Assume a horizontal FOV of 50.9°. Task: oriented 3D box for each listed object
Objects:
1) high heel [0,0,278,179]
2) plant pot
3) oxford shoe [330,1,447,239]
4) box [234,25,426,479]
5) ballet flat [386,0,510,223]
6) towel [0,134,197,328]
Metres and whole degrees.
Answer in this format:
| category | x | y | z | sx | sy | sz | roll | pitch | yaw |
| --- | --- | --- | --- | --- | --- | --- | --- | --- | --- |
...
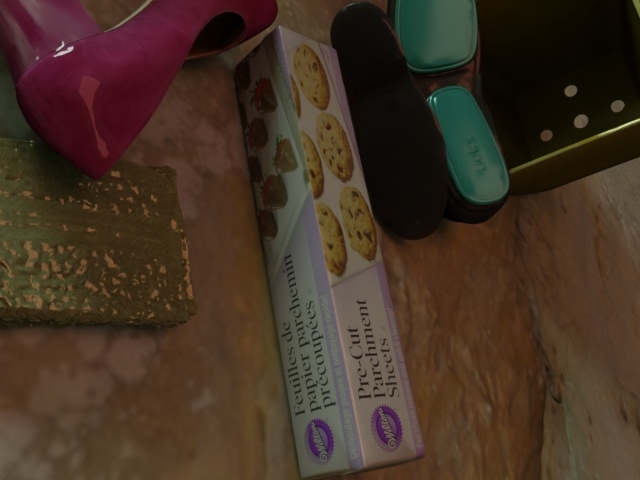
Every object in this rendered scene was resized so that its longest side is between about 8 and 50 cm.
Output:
| category | x | y | z | sx | sy | sz | roll | pitch | yaw |
| --- | --- | --- | --- | --- | --- | --- | --- | --- | --- |
| high heel | -0.087 | -0.114 | 0.437 | 0.117 | 0.082 | 0.244 | 59 | 33 | 2 |
| plant pot | 0.273 | -0.165 | 0.761 | 0.187 | 0.212 | 0.212 | 20 | 55 | -53 |
| oxford shoe | 0.065 | -0.104 | 0.614 | 0.076 | 0.076 | 0.212 | 6 | 69 | -87 |
| box | 0.000 | 0.000 | 0.489 | 0.067 | 0.063 | 0.324 | 8 | 64 | -41 |
| ballet flat | 0.112 | -0.148 | 0.664 | 0.095 | 0.096 | 0.281 | -6 | 79 | -11 |
| towel | -0.138 | -0.002 | 0.380 | 0.148 | 0.027 | 0.110 | 6 | 65 | -44 |
